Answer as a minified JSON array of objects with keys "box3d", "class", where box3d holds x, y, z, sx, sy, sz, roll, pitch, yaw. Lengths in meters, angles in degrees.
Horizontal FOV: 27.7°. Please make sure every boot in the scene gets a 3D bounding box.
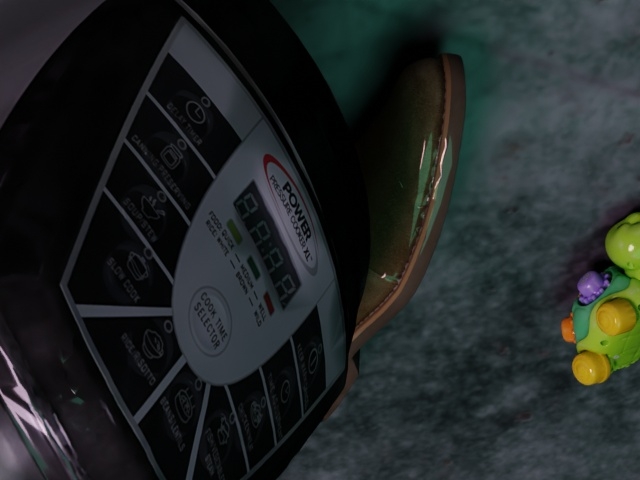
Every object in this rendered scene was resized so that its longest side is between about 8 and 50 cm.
[{"box3d":[0.000,0.000,0.838,0.115,0.112,0.305,18,129,-12],"class":"boot"}]

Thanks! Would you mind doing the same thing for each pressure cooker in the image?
[{"box3d":[-0.182,0.021,0.622,0.375,0.420,0.370,34,132,5],"class":"pressure cooker"}]

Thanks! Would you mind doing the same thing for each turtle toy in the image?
[{"box3d":[0.221,0.041,0.935,0.095,0.066,0.130,-12,135,-32],"class":"turtle toy"}]
